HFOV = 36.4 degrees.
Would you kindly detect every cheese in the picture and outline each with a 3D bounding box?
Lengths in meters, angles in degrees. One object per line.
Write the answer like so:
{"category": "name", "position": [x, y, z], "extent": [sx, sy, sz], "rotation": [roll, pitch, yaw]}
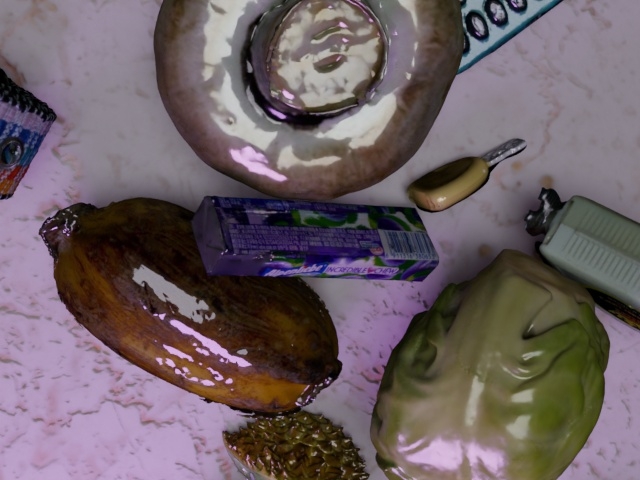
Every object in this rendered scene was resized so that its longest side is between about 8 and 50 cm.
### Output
{"category": "cheese", "position": [0.192, -0.087, 1.232], "extent": [0.163, 0.086, 0.036], "rotation": [-29, 107, -14]}

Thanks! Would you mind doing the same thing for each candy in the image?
{"category": "candy", "position": [0.000, 0.000, 1.156], "extent": [0.313, 0.088, 0.061], "rotation": [4, 144, -33]}

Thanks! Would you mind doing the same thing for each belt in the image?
{"category": "belt", "position": [-0.441, -0.155, 1.097], "extent": [0.258, 0.207, 0.150], "rotation": [30, 93, -17]}

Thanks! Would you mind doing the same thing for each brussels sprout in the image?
{"category": "brussels sprout", "position": [0.193, 0.177, 1.154], "extent": [0.247, 0.328, 0.328], "rotation": [29, 96, -8]}

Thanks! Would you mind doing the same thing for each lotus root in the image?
{"category": "lotus root", "position": [-0.154, 0.080, 1.170], "extent": [0.398, 0.179, 0.196], "rotation": [34, 107, -11]}

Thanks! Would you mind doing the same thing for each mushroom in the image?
{"category": "mushroom", "position": [-0.010, -0.210, 1.097], "extent": [0.353, 0.260, 0.352], "rotation": [-1, 107, -5]}

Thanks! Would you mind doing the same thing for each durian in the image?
{"category": "durian", "position": [-0.012, 0.320, 1.280], "extent": [0.139, 0.144, 0.252], "rotation": [-30, 111, 39]}

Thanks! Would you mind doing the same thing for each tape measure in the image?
{"category": "tape measure", "position": [0.386, 0.035, 1.216], "extent": [0.235, 0.207, 0.115], "rotation": [31, 88, 30]}

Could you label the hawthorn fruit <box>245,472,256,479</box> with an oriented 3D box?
{"category": "hawthorn fruit", "position": [-0.084, 0.441, 1.234], "extent": [0.211, 0.211, 0.298], "rotation": [1, 88, -5]}

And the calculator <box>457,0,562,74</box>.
{"category": "calculator", "position": [0.192, -0.366, 1.192], "extent": [0.274, 0.058, 0.248], "rotation": [-36, 100, 3]}
